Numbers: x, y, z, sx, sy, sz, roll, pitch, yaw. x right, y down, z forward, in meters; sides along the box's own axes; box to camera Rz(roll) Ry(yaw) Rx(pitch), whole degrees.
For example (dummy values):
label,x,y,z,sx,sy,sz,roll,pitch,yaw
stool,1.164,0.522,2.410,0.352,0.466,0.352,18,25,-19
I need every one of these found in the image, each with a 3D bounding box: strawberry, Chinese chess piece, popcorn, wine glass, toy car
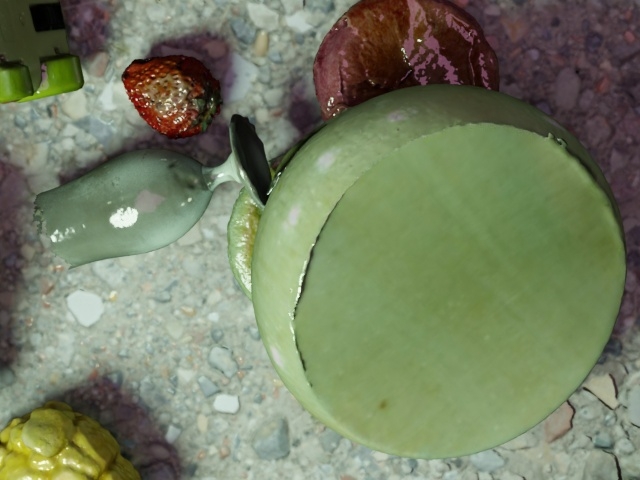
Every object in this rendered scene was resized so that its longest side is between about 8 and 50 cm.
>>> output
label,x,y,z,sx,sy,sz,roll,pitch,yaw
strawberry,-0.145,-0.142,1.481,0.096,0.083,0.083,34,96,10
Chinese chess piece,0.107,0.028,1.420,0.349,0.146,0.349,-7,112,-17
popcorn,-0.248,0.238,1.504,0.194,0.140,0.163,24,105,7
wine glass,-0.157,-0.039,1.469,0.222,0.103,0.103,-18,97,15
toy car,-0.352,-0.183,1.414,0.235,0.235,0.145,-12,97,1

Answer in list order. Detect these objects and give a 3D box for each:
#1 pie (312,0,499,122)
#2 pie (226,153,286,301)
label,x,y,z,sx,sy,sz,roll,pitch,yaw
pie,0.082,-0.154,1.486,0.182,0.049,0.182,0,89,-5
pie,0.000,0.000,1.517,0.186,0.041,0.187,0,97,-1
